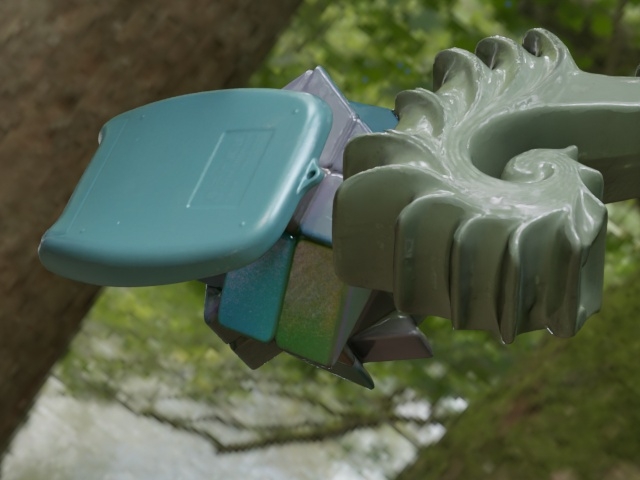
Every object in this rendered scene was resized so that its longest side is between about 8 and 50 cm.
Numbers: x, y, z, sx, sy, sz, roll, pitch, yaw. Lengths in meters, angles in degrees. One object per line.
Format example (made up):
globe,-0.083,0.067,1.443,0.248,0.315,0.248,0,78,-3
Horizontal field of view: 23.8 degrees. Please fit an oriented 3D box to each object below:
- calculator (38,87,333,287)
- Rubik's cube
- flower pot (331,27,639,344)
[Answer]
calculator,-0.148,-0.062,1.661,0.386,0.256,0.054,-1,-36,39
Rubik's cube,0.000,0.000,2.007,0.387,0.368,0.358,57,3,33
flower pot,0.187,-0.066,1.433,0.254,0.367,0.165,18,-46,25
